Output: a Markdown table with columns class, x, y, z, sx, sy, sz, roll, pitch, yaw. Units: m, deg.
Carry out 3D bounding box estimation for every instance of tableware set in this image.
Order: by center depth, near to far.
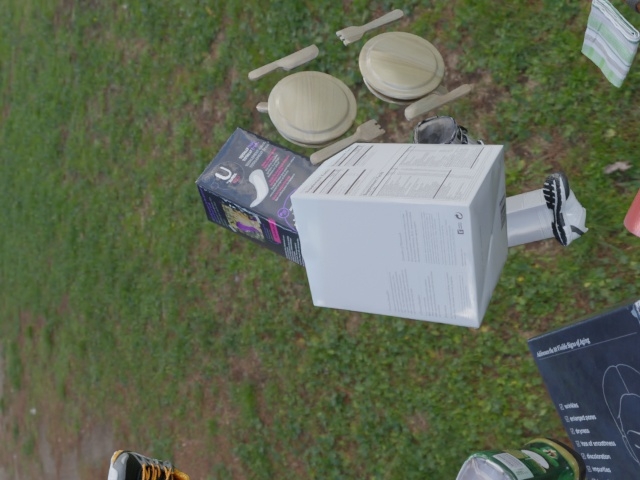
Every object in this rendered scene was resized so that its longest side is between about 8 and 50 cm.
| class | x | y | z | sx | sy | sz | roll | pitch | yaw |
| --- | --- | --- | --- | --- | --- | --- | --- | --- | --- |
| tableware set | 0.036 | -0.147 | 0.672 | 0.128 | 0.194 | 0.039 | 55 | 161 | 21 |

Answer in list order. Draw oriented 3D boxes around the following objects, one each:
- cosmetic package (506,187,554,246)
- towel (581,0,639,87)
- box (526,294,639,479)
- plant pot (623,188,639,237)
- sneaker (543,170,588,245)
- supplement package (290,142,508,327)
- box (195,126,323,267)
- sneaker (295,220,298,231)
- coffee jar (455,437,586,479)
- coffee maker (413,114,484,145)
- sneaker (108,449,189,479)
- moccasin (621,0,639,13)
| class | x | y | z | sx | sy | sz | roll | pitch | yaw |
| --- | --- | --- | --- | --- | --- | --- | --- | --- | --- |
| cosmetic package | 0.616 | -0.066 | 2.042 | 0.237 | 0.107 | 0.127 | -11 | 120 | 25 |
| towel | 0.505 | -0.345 | 1.182 | 0.023 | 0.152 | 0.113 | -30 | 66 | 0 |
| box | 0.729 | 0.343 | 1.378 | 0.480 | 0.297 | 0.472 | 115 | 134 | -72 |
| plant pot | 0.890 | -0.116 | 1.579 | 0.275 | 0.274 | 0.243 | 33 | 122 | 47 |
| sneaker | 0.333 | -0.048 | 0.909 | 0.040 | 0.043 | 0.109 | 51 | 164 | 60 |
| supplement package | 0.128 | -0.020 | 1.015 | 0.262 | 0.198 | 0.199 | 5 | 123 | 27 |
| box | -0.086 | -0.082 | 1.349 | 0.270 | 0.165 | 0.143 | 26 | 154 | 15 |
| sneaker | 0.000 | 0.000 | 1.164 | 0.061 | 0.053 | 0.152 | -43 | 48 | 29 |
| coffee jar | 0.236 | 0.288 | 0.789 | 0.079 | 0.184 | 0.096 | 30 | 105 | 44 |
| coffee maker | 0.313 | -0.226 | 1.727 | 0.171 | 0.178 | 0.120 | -39 | 50 | 24 |
| sneaker | -0.295 | 0.407 | 1.156 | 0.083 | 0.215 | 0.084 | -1 | 70 | 13 |
| moccasin | 0.621 | -0.531 | 1.080 | 0.147 | 0.139 | 0.380 | 41 | 101 | 24 |
